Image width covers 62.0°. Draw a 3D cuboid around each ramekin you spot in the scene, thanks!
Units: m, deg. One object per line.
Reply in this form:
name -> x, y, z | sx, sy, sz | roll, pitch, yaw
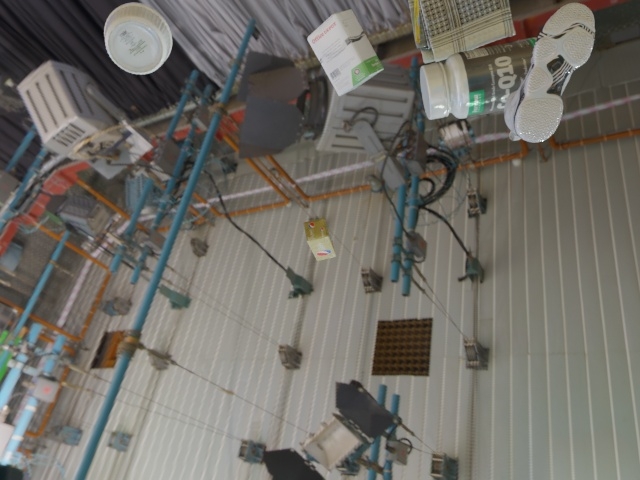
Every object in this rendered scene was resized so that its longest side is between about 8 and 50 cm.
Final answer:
ramekin -> -0.573, -0.622, 1.668 | 0.207, 0.207, 0.109 | -31, -142, 13

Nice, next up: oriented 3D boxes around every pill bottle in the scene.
pill bottle -> 0.508, -0.499, 1.674 | 0.361, 0.204, 0.204 | -11, -130, 6

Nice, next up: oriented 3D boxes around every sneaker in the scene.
sneaker -> 0.600, -0.438, 1.442 | 0.138, 0.210, 0.365 | 19, -84, 2

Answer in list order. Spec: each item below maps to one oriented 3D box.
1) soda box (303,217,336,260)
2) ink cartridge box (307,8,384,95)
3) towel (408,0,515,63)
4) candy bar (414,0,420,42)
soda box -> 0.000, 0.000, 1.509 | 0.061, 0.181, 0.058 | -13, -111, 4
ink cartridge box -> 0.080, -0.613, 1.741 | 0.093, 0.219, 0.160 | -37, -169, -39
towel -> 0.459, -0.789, 1.794 | 0.324, 0.312, 0.056 | -11, -172, 28
candy bar -> 0.323, -0.746, 1.783 | 0.018, 0.161, 0.040 | -3, -158, 11
